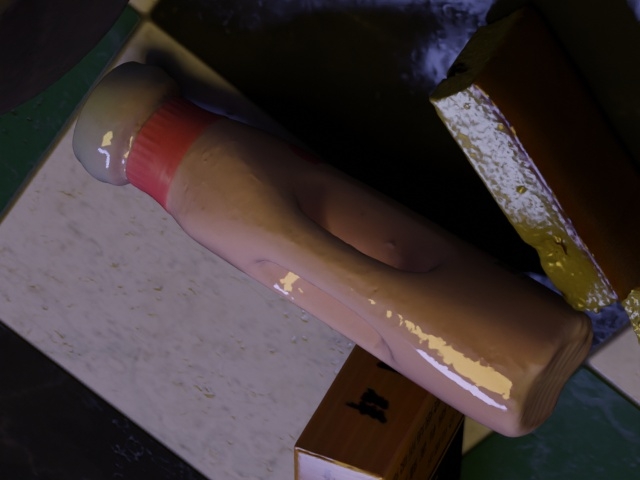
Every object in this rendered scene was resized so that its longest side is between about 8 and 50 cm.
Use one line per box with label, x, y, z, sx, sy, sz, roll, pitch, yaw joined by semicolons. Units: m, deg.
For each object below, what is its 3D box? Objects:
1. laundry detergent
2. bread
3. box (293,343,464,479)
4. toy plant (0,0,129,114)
laundry detergent;0.000;0.000;1.192;0.335;0.159;0.088;31;96;16
bread;0.148;-0.021;1.123;0.049;0.088;0.226;-18;117;38
box;0.040;0.174;1.318;0.070;0.152;0.237;15;134;18
toy plant;-0.284;-0.253;1.089;0.185;0.279;0.400;-44;79;11
